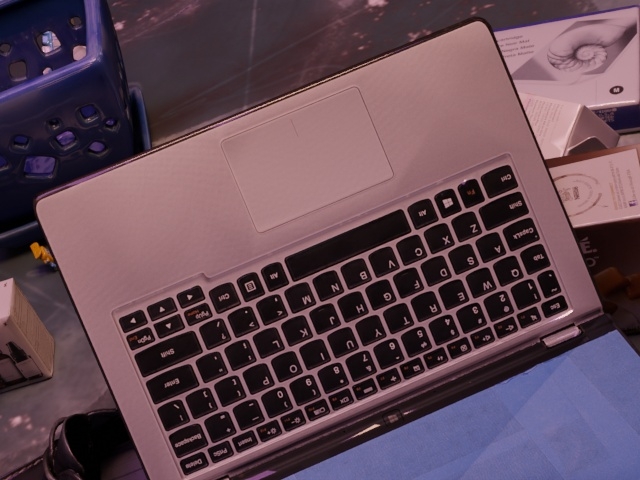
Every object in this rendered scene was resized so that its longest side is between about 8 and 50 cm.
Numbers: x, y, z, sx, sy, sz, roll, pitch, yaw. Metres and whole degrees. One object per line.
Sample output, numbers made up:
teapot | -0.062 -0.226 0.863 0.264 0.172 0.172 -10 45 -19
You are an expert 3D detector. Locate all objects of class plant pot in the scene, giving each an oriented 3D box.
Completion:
plant pot | -0.316 -0.139 1.509 0.236 0.212 0.236 -21 40 2

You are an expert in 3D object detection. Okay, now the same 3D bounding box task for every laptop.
laptop | 0.043 0.082 0.935 0.382 0.408 0.236 -23 3 -6

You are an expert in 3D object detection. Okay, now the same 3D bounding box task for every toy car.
toy car | -0.255 0.021 1.434 0.122 0.040 0.060 34 86 43

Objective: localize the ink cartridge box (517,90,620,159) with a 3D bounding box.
ink cartridge box | 0.206 -0.082 1.265 0.143 0.092 0.090 18 86 39

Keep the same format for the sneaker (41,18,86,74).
sneaker | -0.317 -0.230 1.736 0.083 0.071 0.190 -11 49 5

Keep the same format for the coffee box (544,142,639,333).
coffee box | 0.271 -0.002 1.128 0.247 0.141 0.098 -9 42 16

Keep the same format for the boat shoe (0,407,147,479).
boat shoe | -0.179 0.191 1.148 0.340 0.113 0.127 -15 40 10

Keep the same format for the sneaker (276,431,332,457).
sneaker | 0.057 0.158 1.081 0.281 0.105 0.115 -39 48 -13

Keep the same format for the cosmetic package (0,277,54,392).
cosmetic package | -0.398 0.122 1.345 0.239 0.099 0.060 -18 39 8

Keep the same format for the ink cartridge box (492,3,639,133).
ink cartridge box | 0.233 -0.187 1.429 0.223 0.045 0.224 -8 41 18
